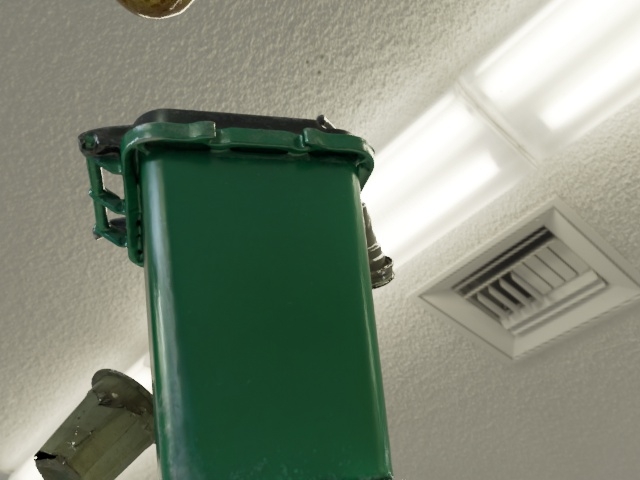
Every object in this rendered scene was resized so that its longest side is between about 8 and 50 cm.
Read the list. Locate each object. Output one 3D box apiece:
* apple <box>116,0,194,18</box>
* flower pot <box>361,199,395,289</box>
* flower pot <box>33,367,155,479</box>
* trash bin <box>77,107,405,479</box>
[{"bbox_3d":[-0.340,-0.556,1.086,0.237,0.237,0.207,8,-60,-4],"label":"apple"},{"bbox_3d":[0.000,0.000,0.867,0.236,0.235,0.140,-4,-82,7],"label":"flower pot"},{"bbox_3d":[-0.449,0.398,1.111,0.213,0.202,0.212,13,-58,22],"label":"flower pot"},{"bbox_3d":[-0.086,0.073,0.549,0.295,0.380,0.259,1,-33,-17],"label":"trash bin"}]
